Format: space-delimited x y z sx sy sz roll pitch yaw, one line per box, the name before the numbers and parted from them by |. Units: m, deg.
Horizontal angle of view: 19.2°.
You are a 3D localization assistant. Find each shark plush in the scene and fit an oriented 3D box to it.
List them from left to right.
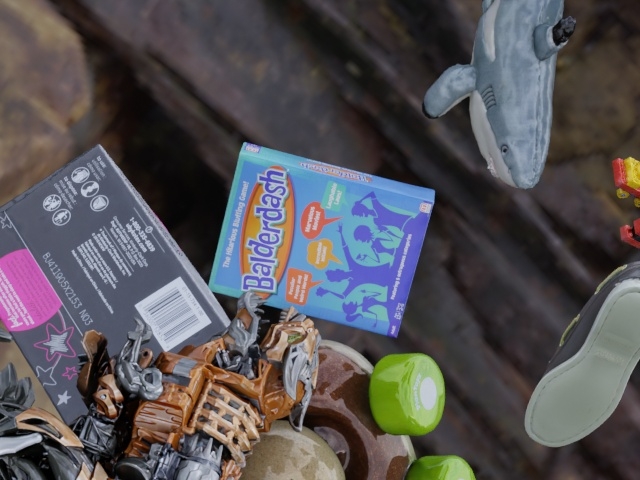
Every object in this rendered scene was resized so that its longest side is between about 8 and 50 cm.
shark plush | 0.122 -0.109 1.009 0.073 0.161 0.067 23 6 -24

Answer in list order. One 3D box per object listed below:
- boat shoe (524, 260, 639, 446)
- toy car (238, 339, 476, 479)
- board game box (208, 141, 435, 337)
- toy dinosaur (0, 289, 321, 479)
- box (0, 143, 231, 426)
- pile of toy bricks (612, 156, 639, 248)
boat shoe | 0.286 0.119 1.965 0.081 0.228 0.069 28 31 -6
toy car | -0.019 0.163 1.161 0.188 0.155 0.149 -45 123 -50
board game box | 0.000 0.000 2.004 0.210 0.160 0.047 14 19 0
toy dinosaur | -0.144 0.135 1.069 0.218 0.164 0.322 34 44 24
box | -0.180 0.070 1.652 0.163 0.142 0.247 -33 57 -7
pile of toy bricks | 0.420 -0.032 2.077 0.212 0.105 0.118 22 53 -39
